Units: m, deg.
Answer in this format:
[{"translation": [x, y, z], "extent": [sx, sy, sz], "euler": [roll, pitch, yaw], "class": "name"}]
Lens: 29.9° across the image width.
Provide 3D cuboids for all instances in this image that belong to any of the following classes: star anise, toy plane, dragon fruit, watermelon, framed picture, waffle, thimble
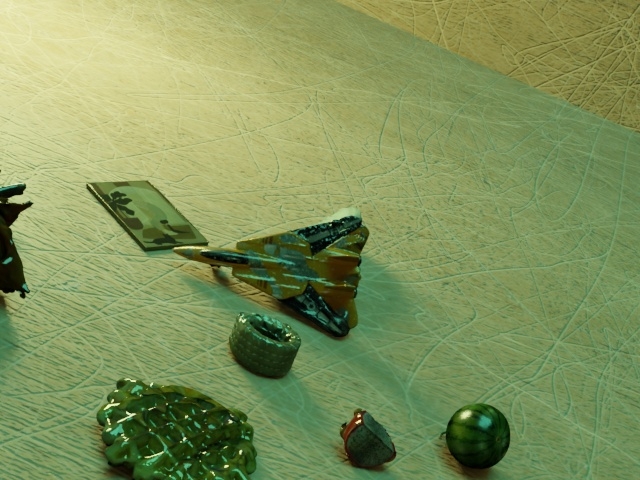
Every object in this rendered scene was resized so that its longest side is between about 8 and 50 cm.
[{"translation": [-0.505, -0.021, 1.752], "extent": [0.237, 0.148, 0.346], "euler": [41, 21, -13], "class": "star anise"}, {"translation": [-0.086, 0.042, 1.993], "extent": [0.316, 0.204, 0.103], "euler": [7, -9, 6], "class": "toy plane"}, {"translation": [0.062, 0.287, 1.713], "extent": [0.083, 0.060, 0.056], "euler": [42, 12, -24], "class": "dragon fruit"}, {"translation": [0.235, 0.292, 1.795], "extent": [0.109, 0.109, 0.109], "euler": [18, 27, -10], "class": "watermelon"}, {"translation": [-0.302, -0.047, 2.088], "extent": [0.136, 0.010, 0.201], "euler": [-6, 40, -43], "class": "framed picture"}, {"translation": [-0.186, 0.256, 1.576], "extent": [0.223, 0.054, 0.204], "euler": [18, 28, -12], "class": "waffle"}, {"translation": [-0.088, 0.156, 1.827], "extent": [0.110, 0.062, 0.084], "euler": [31, 25, 15], "class": "thimble"}]

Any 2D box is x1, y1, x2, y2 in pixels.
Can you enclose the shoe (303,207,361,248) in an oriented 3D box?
[{"translation": [0.000, 0.000, 2.148], "extent": [0.110, 0.095, 0.265], "euler": [21, 29, -2], "class": "shoe"}]
